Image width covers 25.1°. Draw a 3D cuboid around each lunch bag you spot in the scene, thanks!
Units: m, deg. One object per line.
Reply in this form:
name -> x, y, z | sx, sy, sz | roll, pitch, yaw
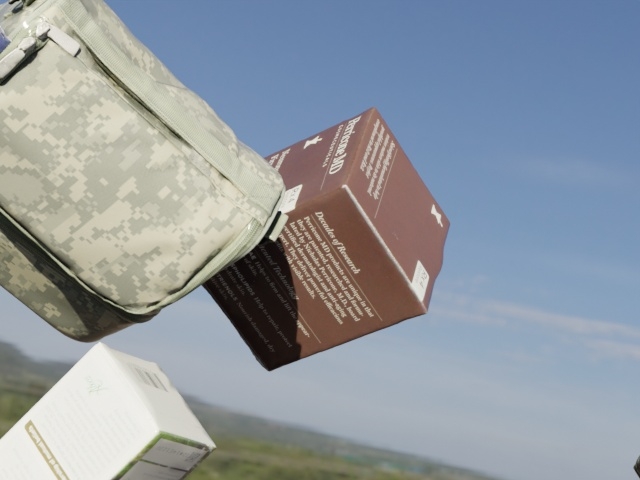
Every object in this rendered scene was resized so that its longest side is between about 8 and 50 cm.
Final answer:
lunch bag -> -0.205, -0.079, 1.274 | 0.305, 0.213, 0.256 | 43, -41, -22

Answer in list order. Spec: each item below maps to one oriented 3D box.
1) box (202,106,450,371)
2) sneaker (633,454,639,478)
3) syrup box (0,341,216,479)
box -> 0.000, 0.000, 1.497 | 0.203, 0.168, 0.167 | -23, -66, 26
sneaker -> 0.266, 0.125, 0.696 | 0.261, 0.125, 0.104 | 26, 11, -26
syrup box -> -0.204, 0.197, 1.092 | 0.096, 0.237, 0.093 | 50, 8, 28
